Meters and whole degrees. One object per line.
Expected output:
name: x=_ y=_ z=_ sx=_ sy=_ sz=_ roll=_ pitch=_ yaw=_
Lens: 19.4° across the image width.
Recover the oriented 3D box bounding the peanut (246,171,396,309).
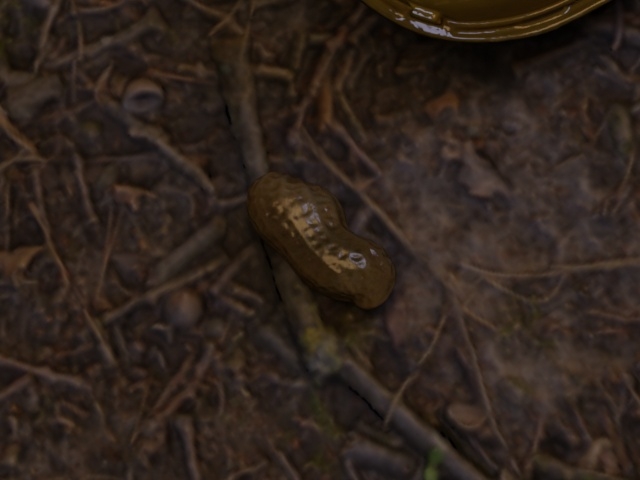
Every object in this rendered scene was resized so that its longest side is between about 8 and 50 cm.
peanut: x=0.000 y=0.000 z=1.162 sx=0.113 sy=0.054 sz=0.054 roll=43 pitch=88 yaw=15

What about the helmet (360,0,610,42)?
helmet: x=0.107 y=-0.237 z=1.151 sx=0.257 sy=0.140 sz=0.205 roll=-19 pitch=107 yaw=-3
